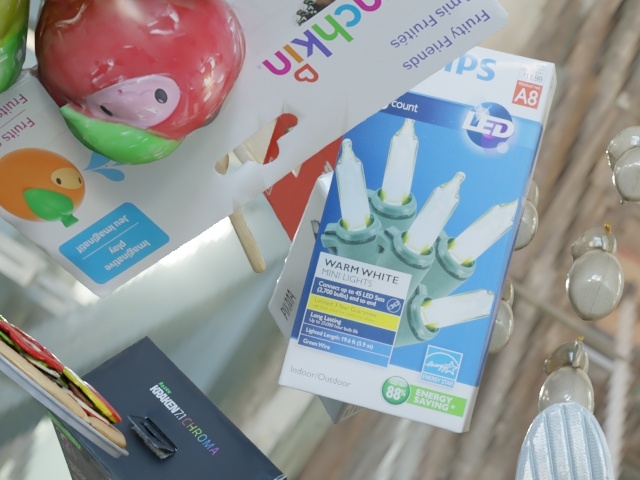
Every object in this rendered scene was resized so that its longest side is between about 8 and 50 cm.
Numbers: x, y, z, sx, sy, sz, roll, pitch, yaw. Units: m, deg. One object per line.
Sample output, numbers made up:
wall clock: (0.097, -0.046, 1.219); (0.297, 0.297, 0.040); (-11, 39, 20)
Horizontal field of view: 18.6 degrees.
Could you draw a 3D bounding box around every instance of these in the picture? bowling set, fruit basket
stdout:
bowling set: (0.174, 0.011, 1.696); (0.200, 0.287, 0.154); (18, 17, 2)
fruit basket: (-0.130, -0.139, 1.053); (0.353, 0.327, 0.165); (46, 27, -24)

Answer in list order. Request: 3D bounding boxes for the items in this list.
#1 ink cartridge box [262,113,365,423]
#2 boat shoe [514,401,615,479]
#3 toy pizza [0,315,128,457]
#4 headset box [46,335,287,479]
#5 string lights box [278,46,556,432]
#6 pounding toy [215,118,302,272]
ink cartridge box: (0.000, 0.000, 1.632); (0.239, 0.060, 0.275); (59, -21, 16)
boat shoe: (0.203, 0.250, 1.619); (0.083, 0.226, 0.076); (0, -13, 10)
toy pizza: (-0.217, 0.092, 1.468); (0.201, 0.032, 0.201); (38, -7, 5)
headset box: (-0.137, 0.270, 1.953); (0.246, 0.131, 0.283); (42, -26, 37)
string lights box: (0.070, -0.008, 1.361); (0.133, 0.259, 0.077); (14, -2, 9)
pounding toy: (-0.023, -0.063, 1.916); (0.269, 0.155, 0.154); (22, 29, -29)
